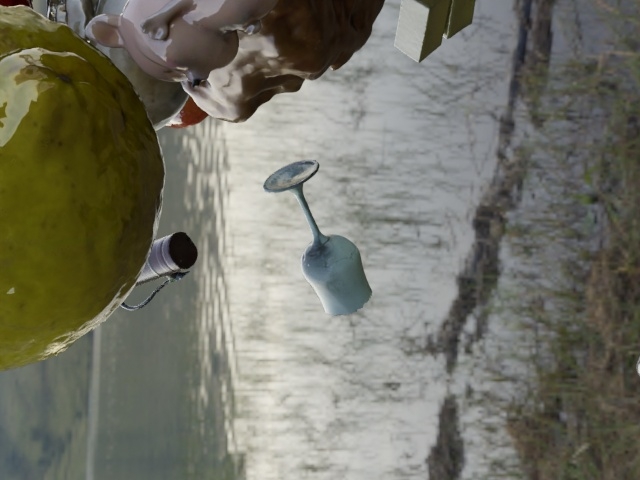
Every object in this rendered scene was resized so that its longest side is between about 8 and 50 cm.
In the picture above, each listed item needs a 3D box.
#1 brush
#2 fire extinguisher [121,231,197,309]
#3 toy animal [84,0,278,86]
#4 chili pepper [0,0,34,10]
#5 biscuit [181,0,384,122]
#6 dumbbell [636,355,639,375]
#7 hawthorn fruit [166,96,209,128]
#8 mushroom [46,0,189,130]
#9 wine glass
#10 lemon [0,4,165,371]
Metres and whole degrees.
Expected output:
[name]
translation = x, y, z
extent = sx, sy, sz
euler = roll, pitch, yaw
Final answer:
[brush]
translation = 0.147, -0.322, 1.147
extent = 0.047, 0.103, 0.233
euler = 42, 158, 20
[fire extinguisher]
translation = -0.204, 0.037, 1.110
extent = 0.157, 0.045, 0.078
euler = -18, 86, 39
[toy animal]
translation = -0.078, -0.160, 0.653
extent = 0.150, 0.083, 0.089
euler = -29, 50, 24
[chili pepper]
translation = -0.363, -0.221, 1.024
extent = 0.131, 0.135, 0.338
euler = 37, 140, 54
[biscuit]
translation = -0.035, -0.341, 0.827
extent = 0.342, 0.166, 0.395
euler = 64, -138, -54
[dumbbell]
translation = 0.352, -0.009, 0.691
extent = 0.325, 0.144, 0.160
euler = -61, -9, -20
[hawthorn fruit]
translation = -0.217, -0.181, 1.345
extent = 0.285, 0.165, 0.165
euler = -65, 11, -9
[mushroom]
translation = -0.216, -0.226, 1.075
extent = 0.226, 0.178, 0.226
euler = -174, 90, -81
[wine glass]
translation = 0.000, 0.000, 1.223
extent = 0.079, 0.079, 0.195
euler = -118, 3, -65
[lemon]
translation = -0.266, -0.026, 0.752
extent = 0.285, 0.285, 0.316
euler = -110, 40, -58
